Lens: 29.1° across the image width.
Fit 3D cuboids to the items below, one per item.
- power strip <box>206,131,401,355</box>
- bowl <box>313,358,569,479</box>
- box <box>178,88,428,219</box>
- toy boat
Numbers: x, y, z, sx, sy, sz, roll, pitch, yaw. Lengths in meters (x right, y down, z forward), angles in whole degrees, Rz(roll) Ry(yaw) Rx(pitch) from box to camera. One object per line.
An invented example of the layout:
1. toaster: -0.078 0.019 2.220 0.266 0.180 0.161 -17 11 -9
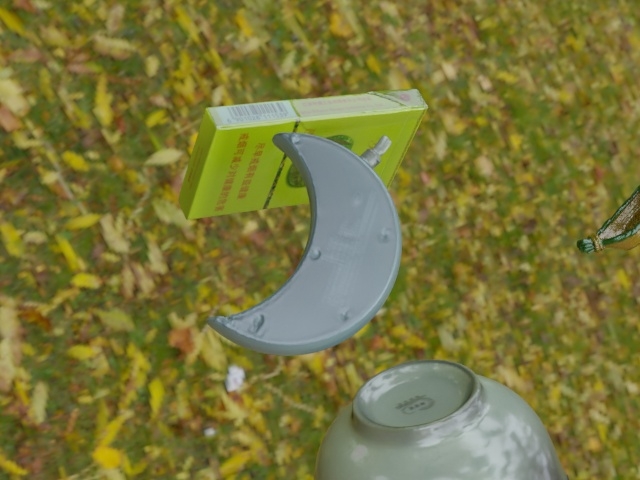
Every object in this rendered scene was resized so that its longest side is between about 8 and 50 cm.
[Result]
1. power strip: 0.000 0.000 1.230 0.167 0.054 0.253 20 75 4
2. bowl: 0.145 0.282 1.659 0.354 0.353 0.185 -44 127 -49
3. box: -0.024 -0.123 1.743 0.334 0.187 0.047 -8 53 -28
4. toy boat: 0.565 -0.052 2.243 0.088 0.229 0.089 37 5 -23
